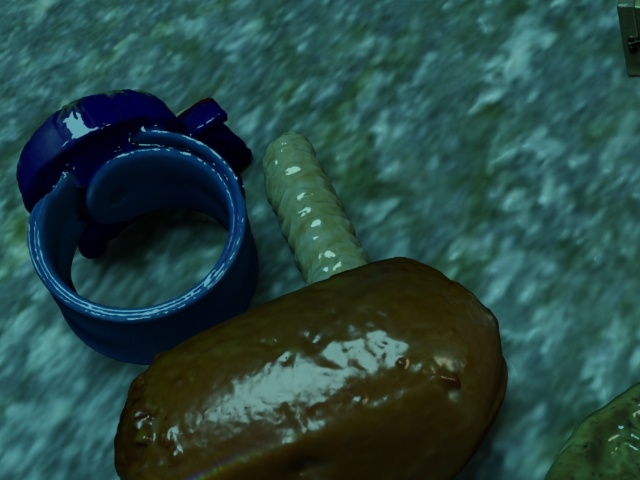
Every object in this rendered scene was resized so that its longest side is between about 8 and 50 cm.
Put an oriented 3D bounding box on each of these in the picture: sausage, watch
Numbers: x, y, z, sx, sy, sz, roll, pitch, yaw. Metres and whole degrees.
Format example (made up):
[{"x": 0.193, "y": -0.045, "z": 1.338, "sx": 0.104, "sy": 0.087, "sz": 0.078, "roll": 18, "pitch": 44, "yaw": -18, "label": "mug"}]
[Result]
[{"x": -0.003, "y": 0.110, "z": 0.785, "sx": 0.268, "sy": 0.153, "sz": 0.141, "roll": -23, "pitch": 35, "yaw": 3, "label": "sausage"}, {"x": -0.133, "y": -0.010, "z": 0.944, "sx": 0.196, "sy": 0.171, "sz": 0.200, "roll": -29, "pitch": 64, "yaw": -1, "label": "watch"}]

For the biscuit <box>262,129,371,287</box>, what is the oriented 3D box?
[{"x": 0.000, "y": 0.000, "z": 0.934, "sx": 0.055, "sy": 0.061, "sz": 0.219, "roll": 5, "pitch": 43, "yaw": -29, "label": "biscuit"}]

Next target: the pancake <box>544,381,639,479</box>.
[{"x": 0.245, "y": 0.158, "z": 0.700, "sx": 0.235, "sy": 0.029, "sz": 0.212, "roll": -5, "pitch": 41, "yaw": 7, "label": "pancake"}]

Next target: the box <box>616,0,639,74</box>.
[{"x": 0.261, "y": -0.183, "z": 0.938, "sx": 0.035, "sy": 0.079, "sz": 0.083, "roll": 5, "pitch": 58, "yaw": 26, "label": "box"}]
